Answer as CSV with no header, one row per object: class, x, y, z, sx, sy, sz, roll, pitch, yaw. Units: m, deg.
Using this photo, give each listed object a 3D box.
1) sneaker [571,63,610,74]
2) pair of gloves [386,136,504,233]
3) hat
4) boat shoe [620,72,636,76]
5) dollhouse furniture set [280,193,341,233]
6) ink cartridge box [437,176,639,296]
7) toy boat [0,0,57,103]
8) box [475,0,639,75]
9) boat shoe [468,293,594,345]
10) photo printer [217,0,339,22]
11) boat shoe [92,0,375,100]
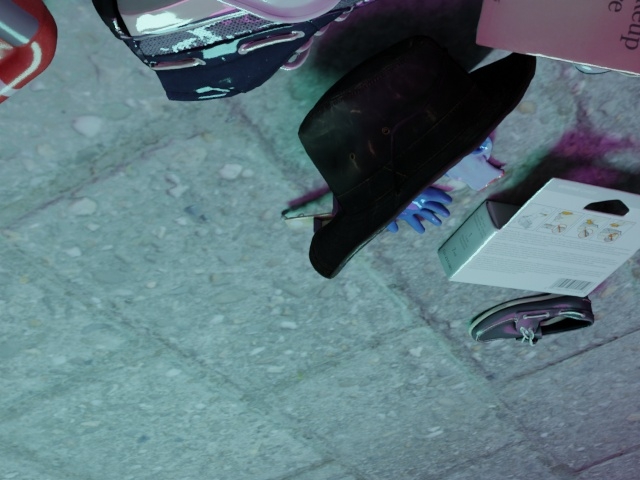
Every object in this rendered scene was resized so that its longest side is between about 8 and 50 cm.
sneaker,0.372,-0.253,1.099,0.224,0.083,0.098,-20,142,7
pair of gloves,0.146,-0.075,1.315,0.198,0.023,0.159,-34,143,26
hat,0.065,-0.120,1.072,0.134,0.331,0.331,42,123,-11
boat shoe,0.404,-0.304,0.984,0.113,0.127,0.340,-3,127,-47
dollhouse furniture set,0.000,0.000,1.321,0.081,0.090,0.114,-9,152,16
ink cartridge box,0.343,-0.016,1.453,0.275,0.060,0.239,8,139,-31
toy boat,-0.341,-0.134,0.899,0.231,0.151,0.151,-31,144,21
box,0.271,-0.234,0.907,0.232,0.127,0.148,14,116,14
boat shoe,0.346,0.135,1.671,0.206,0.065,0.075,-16,147,-1
photo printer,-0.129,-0.265,0.712,0.308,0.256,0.107,13,117,-38
boat shoe,-0.023,-0.230,0.942,0.341,0.127,0.158,-11,154,6
